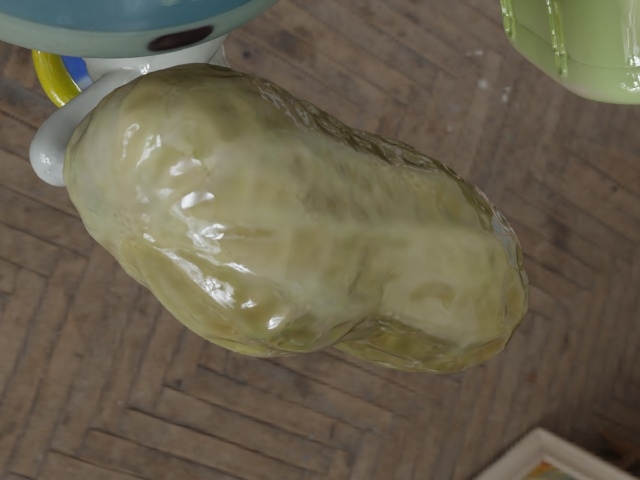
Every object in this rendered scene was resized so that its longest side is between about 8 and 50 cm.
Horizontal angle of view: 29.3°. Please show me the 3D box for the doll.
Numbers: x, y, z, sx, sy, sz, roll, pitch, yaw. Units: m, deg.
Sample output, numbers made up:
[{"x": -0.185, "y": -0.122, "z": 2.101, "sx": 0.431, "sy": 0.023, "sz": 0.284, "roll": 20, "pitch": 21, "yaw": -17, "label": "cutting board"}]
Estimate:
[{"x": -0.158, "y": -0.150, "z": 1.047, "sx": 0.159, "sy": 0.242, "sz": 0.311, "roll": 54, "pitch": 55, "yaw": -40, "label": "doll"}]

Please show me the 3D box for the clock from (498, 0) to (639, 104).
[{"x": 0.332, "y": -0.225, "z": 0.994, "sx": 0.348, "sy": 0.286, "sz": 0.117, "roll": -15, "pitch": 114, "yaw": -4, "label": "clock"}]

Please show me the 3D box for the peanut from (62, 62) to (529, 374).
[{"x": 0.000, "y": 0.000, "z": 0.724, "sx": 0.313, "sy": 0.152, "sz": 0.152, "roll": 20, "pitch": 79, "yaw": -36, "label": "peanut"}]

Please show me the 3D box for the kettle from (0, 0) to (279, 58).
[{"x": -0.034, "y": -0.254, "z": 0.427, "sx": 0.319, "sy": 0.342, "sz": 0.247, "roll": -18, "pitch": 78, "yaw": -20, "label": "kettle"}]
